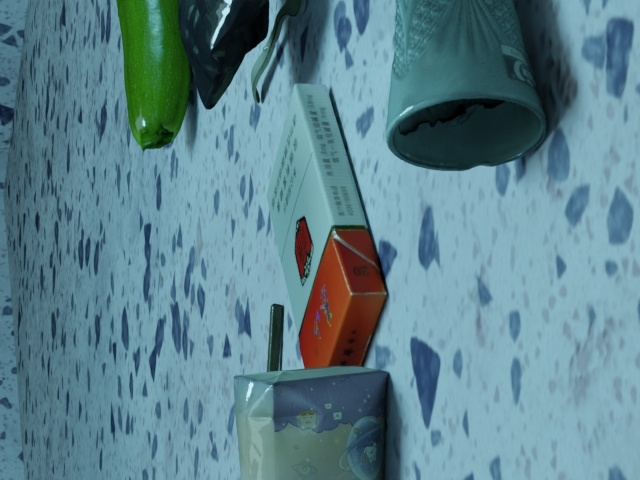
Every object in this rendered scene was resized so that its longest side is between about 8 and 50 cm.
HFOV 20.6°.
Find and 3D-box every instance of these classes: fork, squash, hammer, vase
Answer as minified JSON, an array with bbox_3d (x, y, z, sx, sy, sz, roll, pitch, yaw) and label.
[{"bbox_3d":[-0.039,-0.188,1.628,0.219,0.028,0.034,110,148,-59],"label":"fork"},{"bbox_3d":[-0.195,-0.236,2.061,0.082,0.082,0.292,118,147,-58],"label":"squash"},{"bbox_3d":[-0.050,0.203,1.634,0.058,0.029,0.292,-168,82,-72],"label":"hammer"},{"bbox_3d":[0.081,-0.160,1.080,0.096,0.096,0.219,123,148,-61],"label":"vase"}]

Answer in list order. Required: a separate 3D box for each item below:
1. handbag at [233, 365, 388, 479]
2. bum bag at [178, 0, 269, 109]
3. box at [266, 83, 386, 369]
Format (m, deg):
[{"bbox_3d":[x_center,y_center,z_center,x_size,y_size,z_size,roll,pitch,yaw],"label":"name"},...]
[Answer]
[{"bbox_3d":[-0.010,0.181,1.315,0.095,0.117,0.173,1,92,55],"label":"handbag"},{"bbox_3d":[-0.087,-0.264,1.608,0.340,0.095,0.144,-91,18,-44],"label":"bum bag"},{"bbox_3d":[0.000,0.000,1.446,0.139,0.035,0.245,108,158,-44],"label":"box"}]
